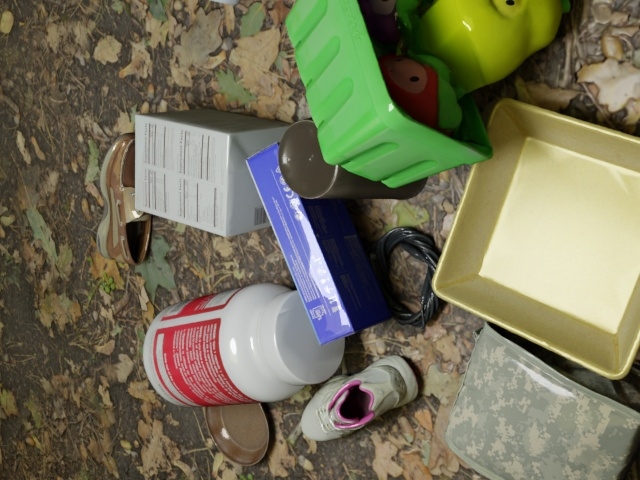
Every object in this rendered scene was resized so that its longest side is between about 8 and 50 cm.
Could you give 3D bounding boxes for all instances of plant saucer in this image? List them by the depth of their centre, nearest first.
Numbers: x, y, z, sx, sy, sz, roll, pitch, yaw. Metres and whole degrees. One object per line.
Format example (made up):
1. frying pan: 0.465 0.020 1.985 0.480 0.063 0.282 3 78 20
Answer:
1. plant saucer: 0.369 -0.010 1.245 0.333 0.081 0.332 26 104 33
2. plant saucer: -0.178 0.400 1.842 0.199 0.036 0.198 11 107 38

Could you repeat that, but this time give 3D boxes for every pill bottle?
1. pill bottle: -0.153 0.208 1.632 0.408 0.229 0.228 -15 90 46

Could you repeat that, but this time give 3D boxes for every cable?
1. cable: 0.160 0.069 1.490 0.151 0.047 0.184 -29 78 35

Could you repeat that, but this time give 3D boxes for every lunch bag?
1. lunch bag: 0.349 0.271 1.292 0.287 0.169 0.235 27 116 27

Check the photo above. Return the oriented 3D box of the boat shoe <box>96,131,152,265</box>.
1. boat shoe: -0.427 -0.088 1.896 0.116 0.123 0.324 25 122 25

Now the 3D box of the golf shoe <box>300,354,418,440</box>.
1. golf shoe: 0.043 0.314 1.574 0.306 0.140 0.115 -40 76 39

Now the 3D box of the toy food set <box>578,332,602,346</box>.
1. toy food set: 0.420 0.151 1.265 0.122 0.078 0.019 36 117 28

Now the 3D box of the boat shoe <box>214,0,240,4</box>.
1. boat shoe: -0.259 -0.564 1.649 0.302 0.109 0.094 40 120 29

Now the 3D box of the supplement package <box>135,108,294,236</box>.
1. supplement package: -0.206 -0.143 1.636 0.263 0.199 0.197 16 110 36

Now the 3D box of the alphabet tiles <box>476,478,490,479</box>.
1. alphabet tiles: 0.376 0.535 1.433 0.198 0.009 0.237 -6 95 40

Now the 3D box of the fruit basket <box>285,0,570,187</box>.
1. fruit basket: 0.165 -0.298 1.228 0.392 0.283 0.391 -15 68 41

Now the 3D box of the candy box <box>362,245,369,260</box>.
1. candy box: 0.030 0.035 1.578 0.109 0.053 0.186 -29 80 39

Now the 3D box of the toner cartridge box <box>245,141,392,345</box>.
1. toner cartridge box: 0.000 0.000 1.457 0.075 0.165 0.347 -26 82 26

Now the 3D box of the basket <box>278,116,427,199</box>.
1. basket: 0.050 -0.146 1.406 0.154 0.227 0.204 -46 71 37
